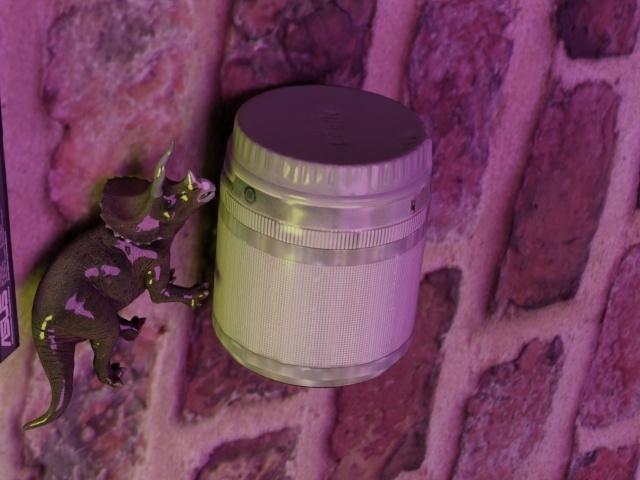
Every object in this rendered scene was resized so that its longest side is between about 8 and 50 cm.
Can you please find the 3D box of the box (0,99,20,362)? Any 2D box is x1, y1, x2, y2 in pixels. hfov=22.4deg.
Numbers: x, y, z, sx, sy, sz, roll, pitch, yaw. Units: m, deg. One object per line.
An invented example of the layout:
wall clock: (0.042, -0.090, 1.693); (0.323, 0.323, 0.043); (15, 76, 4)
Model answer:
box: (-0.387, -0.001, 1.365); (0.318, 0.097, 0.395); (-50, 149, -51)

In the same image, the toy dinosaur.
toy dinosaur: (-0.222, 0.047, 1.639); (0.313, 0.121, 0.160); (-45, 124, -1)

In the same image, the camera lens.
camera lens: (0.000, 0.000, 1.696); (0.219, 0.219, 0.274); (-16, 125, -33)
